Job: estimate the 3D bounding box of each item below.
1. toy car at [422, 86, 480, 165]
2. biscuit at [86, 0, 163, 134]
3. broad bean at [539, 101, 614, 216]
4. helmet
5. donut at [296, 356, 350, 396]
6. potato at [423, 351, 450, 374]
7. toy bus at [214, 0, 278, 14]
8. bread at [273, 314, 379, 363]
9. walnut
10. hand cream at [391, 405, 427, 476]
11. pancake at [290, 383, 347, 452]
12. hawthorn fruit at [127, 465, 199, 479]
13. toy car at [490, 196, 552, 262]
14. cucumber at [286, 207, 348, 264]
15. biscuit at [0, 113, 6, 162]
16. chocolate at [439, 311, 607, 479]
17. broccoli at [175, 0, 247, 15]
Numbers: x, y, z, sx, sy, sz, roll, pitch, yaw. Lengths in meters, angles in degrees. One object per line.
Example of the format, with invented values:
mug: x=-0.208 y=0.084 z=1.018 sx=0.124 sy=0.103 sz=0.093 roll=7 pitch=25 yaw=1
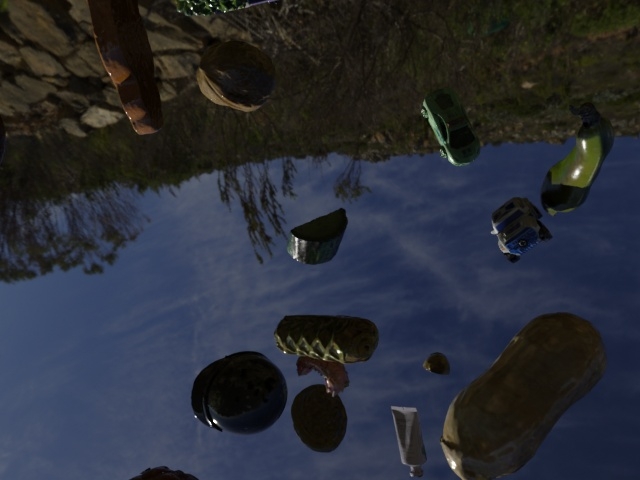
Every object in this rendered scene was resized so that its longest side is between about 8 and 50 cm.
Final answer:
toy car: x=0.297 y=-0.258 z=0.955 sx=0.093 sy=0.058 sz=0.186 roll=-21 pitch=-100 yaw=-3
biscuit: x=-0.317 y=-0.336 z=0.672 sx=0.047 sy=0.333 sz=0.202 roll=-9 pitch=-155 yaw=-3
broad bean: x=0.402 y=-0.113 z=0.675 sx=0.075 sy=0.325 sz=0.067 roll=33 pitch=-102 yaw=25
helmet: x=-0.208 y=0.443 z=1.216 sx=0.160 sy=0.279 sz=0.230 roll=1 pitch=-97 yaw=52
donut: x=-0.001 y=0.341 z=1.158 sx=0.166 sy=0.117 sz=0.065 roll=8 pitch=-154 yaw=34
potato: x=0.427 y=0.443 z=1.536 sx=0.096 sy=0.103 sz=0.066 roll=10 pitch=-95 yaw=2
toy bus: x=-0.225 y=-0.835 z=1.219 sx=0.249 sy=0.209 sz=0.439 roll=-9 pitch=-133 yaw=0
bread: x=0.009 y=0.191 z=0.847 sx=0.269 sy=0.098 sz=0.087 roll=-12 pitch=-107 yaw=54
walnut: x=-0.196 y=-0.380 z=0.989 sx=0.184 sy=0.155 sz=0.155 roll=0 pitch=-165 yaw=-41
hand cream: x=0.197 y=0.435 z=0.933 sx=0.084 sy=0.053 sz=0.142 roll=-27 pitch=-113 yaw=54
pancake: x=0.000 y=0.633 z=1.548 sx=0.050 sy=0.242 sz=0.242 roll=-49 pitch=-163 yaw=41
hawthorn fruit: x=-0.225 y=0.407 z=0.588 sx=0.148 sy=0.148 sz=0.172 roll=-18 pitch=-123 yaw=12
toy car: x=0.361 y=-0.032 z=0.791 sx=0.080 sy=0.070 sz=0.170 roll=-43 pitch=-174 yaw=29
cucumber: x=0.000 y=0.000 z=0.817 sx=0.116 sy=0.115 sz=0.062 roll=-25 pitch=-112 yaw=-20
biscuit: x=-0.518 y=-0.139 z=0.556 sx=0.188 sy=0.187 sz=0.027 roll=-37 pitch=-169 yaw=-14
chocolate: x=0.308 y=0.236 z=0.660 sx=0.309 sy=0.134 sz=0.134 roll=-46 pitch=-142 yaw=-6
broccoli: x=-0.191 y=-0.597 z=0.842 sx=0.334 sy=0.272 sz=0.324 roll=-152 pitch=-93 yaw=-82
